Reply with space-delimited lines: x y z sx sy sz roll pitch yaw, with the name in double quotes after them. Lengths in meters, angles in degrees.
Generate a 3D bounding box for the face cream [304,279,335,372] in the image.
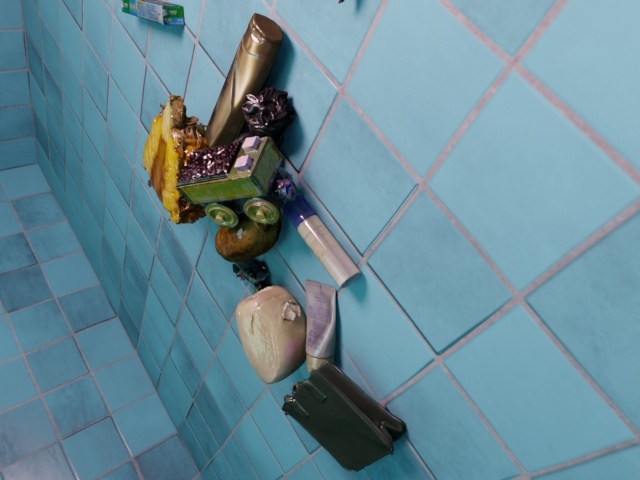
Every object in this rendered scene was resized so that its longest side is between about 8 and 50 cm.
0.002 0.213 1.212 0.114 0.070 0.224 10 103 48 "face cream"

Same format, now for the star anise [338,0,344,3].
0.046 -0.474 0.802 0.124 0.056 0.129 -11 99 54 "star anise"

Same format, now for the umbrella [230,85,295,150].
-0.141 -0.224 1.129 0.272 0.122 0.110 126 160 -53 "umbrella"

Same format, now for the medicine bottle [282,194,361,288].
0.000 0.000 1.095 0.231 0.059 0.059 54 141 20 "medicine bottle"

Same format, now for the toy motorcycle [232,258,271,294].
-0.206 0.086 1.403 0.173 0.058 0.100 36 139 33 "toy motorcycle"

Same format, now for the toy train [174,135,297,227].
-0.182 -0.127 1.090 0.261 0.134 0.177 -5 140 28 "toy train"

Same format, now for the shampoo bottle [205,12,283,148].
-0.177 -0.345 1.118 0.350 0.084 0.125 132 142 -50 "shampoo bottle"

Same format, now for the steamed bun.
-0.107 0.238 1.272 0.152 0.170 0.239 -22 89 34 "steamed bun"

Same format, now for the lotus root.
-0.181 -0.018 1.242 0.128 0.145 0.260 59 145 1 "lotus root"

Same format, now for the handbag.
0.044 0.420 1.174 0.260 0.079 0.247 40 139 7 "handbag"

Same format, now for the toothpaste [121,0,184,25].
-0.471 -0.641 1.367 0.266 0.065 0.050 33 131 39 "toothpaste"

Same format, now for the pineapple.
-0.322 -0.237 1.305 0.344 0.209 0.286 51 131 39 "pineapple"
